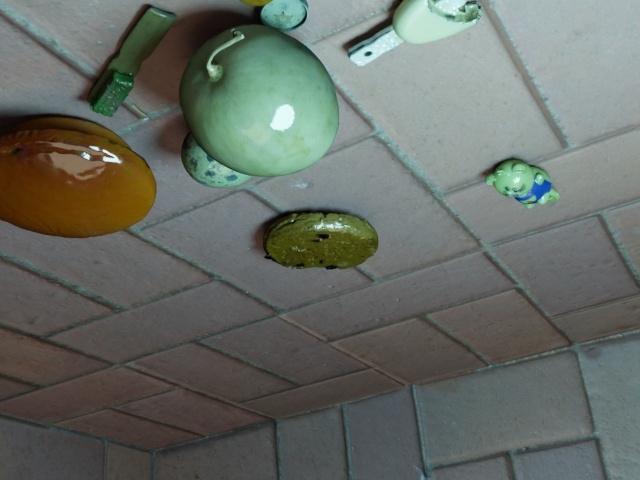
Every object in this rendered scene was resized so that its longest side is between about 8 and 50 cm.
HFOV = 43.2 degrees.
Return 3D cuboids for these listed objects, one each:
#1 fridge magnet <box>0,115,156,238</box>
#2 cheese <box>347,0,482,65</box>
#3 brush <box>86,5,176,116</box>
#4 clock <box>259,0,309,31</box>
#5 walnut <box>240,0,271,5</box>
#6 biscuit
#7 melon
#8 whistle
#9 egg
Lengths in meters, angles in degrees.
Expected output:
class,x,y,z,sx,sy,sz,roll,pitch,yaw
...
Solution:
class,x,y,z,sx,sy,sz,roll,pitch,yaw
fridge magnet,-0.513,-0.119,1.623,0.364,0.155,0.363,-4,152,-2
cheese,0.151,-0.365,1.395,0.235,0.049,0.127,-24,150,33
brush,-0.338,-0.307,1.422,0.054,0.048,0.282,11,146,-35
clock,-0.061,-0.384,1.355,0.085,0.017,0.085,-4,152,-2
walnut,-0.084,-0.432,1.077,0.209,0.209,0.336,-7,160,2
biscuit,-0.001,-0.002,2.027,0.296,0.075,0.296,-2,157,-1
melon,-0.100,-0.233,1.385,0.308,0.271,0.272,26,140,-33
whistle,0.478,-0.126,1.872,0.227,0.085,0.105,19,153,-39
egg,-0.184,-0.175,1.595,0.182,0.141,0.141,-11,152,-3
